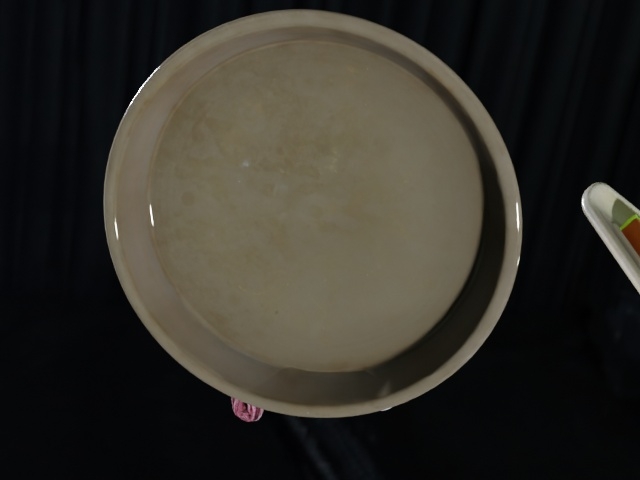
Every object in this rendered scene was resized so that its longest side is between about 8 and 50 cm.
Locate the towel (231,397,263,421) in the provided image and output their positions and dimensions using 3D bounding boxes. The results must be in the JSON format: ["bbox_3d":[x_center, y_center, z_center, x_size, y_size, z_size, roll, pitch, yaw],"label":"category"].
[{"bbox_3d":[0.000,0.000,1.604,0.037,0.237,0.329,25,-112,10],"label":"towel"}]

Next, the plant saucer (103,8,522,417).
[{"bbox_3d":[-0.005,-0.017,1.092,0.277,0.278,0.041,14,-159,7],"label":"plant saucer"}]

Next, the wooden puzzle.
[{"bbox_3d":[0.329,0.071,1.394,0.221,0.044,0.239,33,-155,-38],"label":"wooden puzzle"}]
